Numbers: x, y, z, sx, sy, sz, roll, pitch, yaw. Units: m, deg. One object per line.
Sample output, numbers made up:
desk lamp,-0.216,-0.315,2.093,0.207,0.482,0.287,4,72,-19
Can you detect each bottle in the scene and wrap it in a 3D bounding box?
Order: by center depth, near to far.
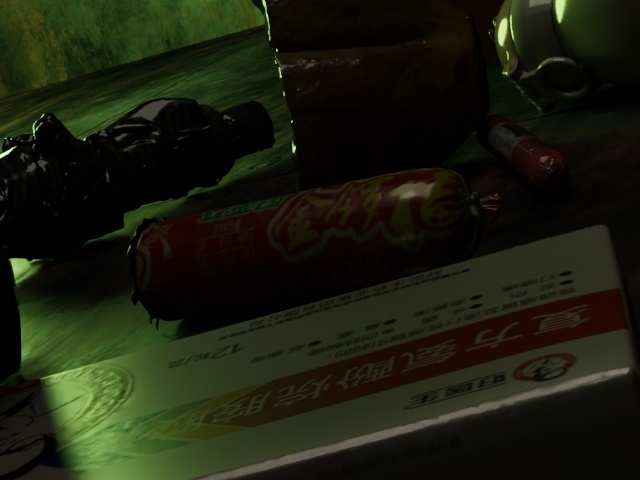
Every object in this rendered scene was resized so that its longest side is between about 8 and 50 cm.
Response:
bottle,0.248,-0.191,1.392,0.236,0.147,0.147,-17,10,45

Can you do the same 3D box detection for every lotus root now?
lotus root,0.047,-0.127,1.301,0.180,0.188,0.199,-11,10,2

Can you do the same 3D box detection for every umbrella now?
umbrella,-0.187,-0.075,1.539,0.336,0.128,0.154,-20,10,-19

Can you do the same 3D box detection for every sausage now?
sausage,0.000,0.000,1.070,0.264,0.083,0.083,-11,15,28
sausage,0.150,-0.068,1.232,0.034,0.034,0.253,-19,12,-2

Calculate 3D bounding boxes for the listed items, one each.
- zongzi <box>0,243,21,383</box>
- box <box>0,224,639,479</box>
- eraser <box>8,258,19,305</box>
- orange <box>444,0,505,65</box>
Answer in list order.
zongzi,-0.276,0.121,0.876,0.207,0.432,0.403,3,58,13
box,-0.026,0.092,0.745,0.353,0.069,0.214,-17,13,12
eraser,-0.330,0.038,1.166,0.212,0.046,0.092,8,-32,-44
orange,0.195,-0.350,1.695,0.293,0.341,0.340,-5,11,-7
